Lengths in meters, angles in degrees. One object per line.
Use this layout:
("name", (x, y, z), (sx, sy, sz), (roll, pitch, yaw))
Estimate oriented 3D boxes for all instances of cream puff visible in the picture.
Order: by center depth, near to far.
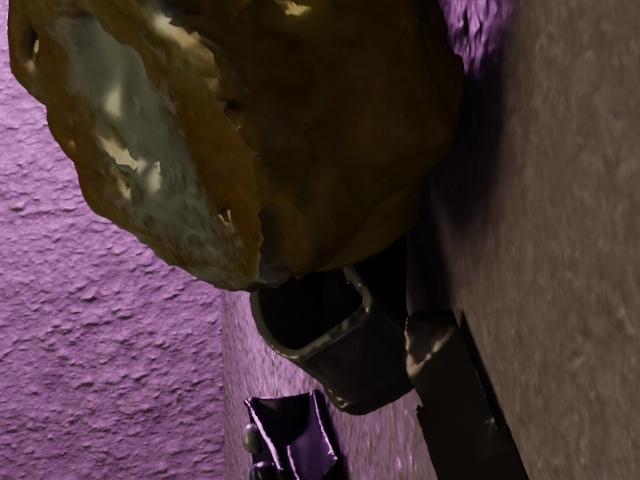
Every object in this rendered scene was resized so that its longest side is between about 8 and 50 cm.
("cream puff", (-0.039, -0.158, 0.954), (0.378, 0.275, 0.378), (35, 144, 30))

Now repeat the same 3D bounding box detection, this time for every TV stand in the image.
("TV stand", (0.096, 0.138, 0.870), (0.256, 0.040, 0.049), (-105, 15, -55))

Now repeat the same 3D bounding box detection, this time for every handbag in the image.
("handbag", (-0.035, 0.365, 1.613), (0.269, 0.118, 0.326), (-120, 27, -71))

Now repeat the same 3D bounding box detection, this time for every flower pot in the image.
("flower pot", (0.009, 0.020, 1.093), (0.108, 0.103, 0.229), (46, -155, -42))
